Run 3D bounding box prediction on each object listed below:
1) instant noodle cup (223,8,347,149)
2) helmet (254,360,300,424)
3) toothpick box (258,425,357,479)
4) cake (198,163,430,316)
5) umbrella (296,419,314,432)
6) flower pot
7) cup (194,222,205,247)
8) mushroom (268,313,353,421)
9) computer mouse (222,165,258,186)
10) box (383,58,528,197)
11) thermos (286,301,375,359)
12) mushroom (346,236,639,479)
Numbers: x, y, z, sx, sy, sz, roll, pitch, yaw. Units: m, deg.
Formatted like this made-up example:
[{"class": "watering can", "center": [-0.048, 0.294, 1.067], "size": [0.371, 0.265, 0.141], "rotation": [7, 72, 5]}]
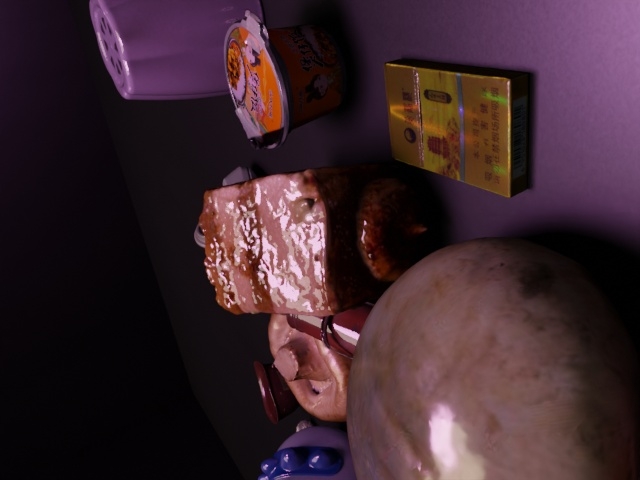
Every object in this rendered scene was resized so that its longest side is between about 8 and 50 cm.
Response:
[{"class": "instant noodle cup", "center": [-0.042, -0.230, 0.796], "size": [0.178, 0.125, 0.208], "rotation": [61, 156, 16]}, {"class": "helmet", "center": [-0.104, 0.390, 1.500], "size": [0.175, 0.106, 0.155], "rotation": [55, 151, 38]}, {"class": "toothpick box", "center": [-0.012, 0.585, 1.301], "size": [0.263, 0.263, 0.355], "rotation": [46, 147, 39]}, {"class": "cake", "center": [0.000, 0.000, 0.759], "size": [0.293, 0.198, 0.196], "rotation": [0, 100, 43]}, {"class": "umbrella", "center": [-0.016, 0.539, 1.507], "size": [0.143, 0.067, 0.062], "rotation": [44, 118, 53]}, {"class": "flower pot", "center": [-0.259, -0.368, 0.989], "size": [0.265, 0.243, 0.265], "rotation": [48, 150, 41]}, {"class": "cup", "center": [-0.260, 0.008, 1.490], "size": [0.120, 0.120, 0.141], "rotation": [41, 157, 45]}, {"class": "mushroom", "center": [-0.006, 0.228, 1.110], "size": [0.278, 0.146, 0.278], "rotation": [29, 127, 47]}, {"class": "computer mouse", "center": [-0.131, -0.029, 1.171], "size": [0.159, 0.097, 0.288], "rotation": [101, 150, -50]}, {"class": "box", "center": [0.143, -0.131, 0.619], "size": [0.193, 0.030, 0.121], "rotation": [31, 138, 52]}, {"class": "thermos", "center": [0.062, 0.146, 0.926], "size": [0.232, 0.099, 0.124], "rotation": [20, 171, 33]}, {"class": "mushroom", "center": [0.168, 0.165, 0.550], "size": [0.352, 0.260, 0.352], "rotation": [-177, 90, -76]}]
